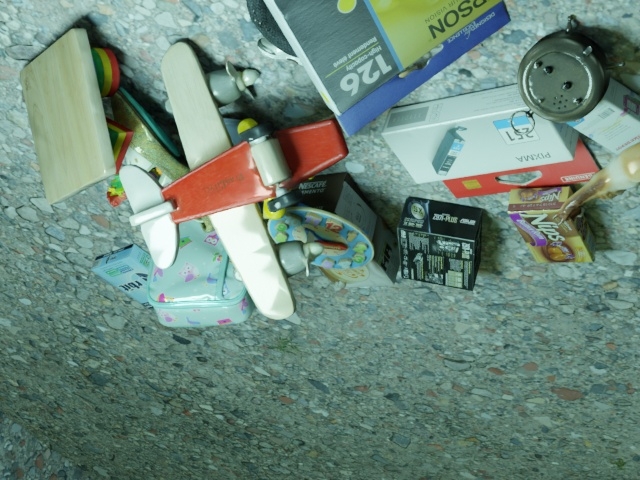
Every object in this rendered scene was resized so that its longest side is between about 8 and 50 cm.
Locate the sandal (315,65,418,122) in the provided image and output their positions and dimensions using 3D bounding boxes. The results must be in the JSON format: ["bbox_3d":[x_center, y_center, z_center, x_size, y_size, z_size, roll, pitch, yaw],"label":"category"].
[{"bbox_3d":[0.062,-0.260,1.863,0.240,0.088,0.079,-18,101,47],"label":"sandal"}]

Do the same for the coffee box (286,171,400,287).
[{"bbox_3d":[0.041,-0.015,2.215,0.141,0.098,0.246,-5,142,32],"label":"coffee box"}]

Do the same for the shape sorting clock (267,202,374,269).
[{"bbox_3d":[0.000,0.000,2.124,0.206,0.040,0.206,13,148,8],"label":"shape sorting clock"}]

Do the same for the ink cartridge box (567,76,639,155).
[{"bbox_3d":[0.449,-0.194,1.764,0.122,0.052,0.088,30,148,-16],"label":"ink cartridge box"}]

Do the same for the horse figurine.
[{"bbox_3d":[0.498,-0.110,1.779,0.175,0.066,0.263,-14,169,-34],"label":"horse figurine"}]

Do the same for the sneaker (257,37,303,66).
[{"bbox_3d":[-0.049,-0.316,1.855,0.109,0.040,0.043,13,133,1],"label":"sneaker"}]

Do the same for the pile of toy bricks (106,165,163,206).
[{"bbox_3d":[-0.372,-0.125,2.252,0.212,0.105,0.118,-9,139,37],"label":"pile of toy bricks"}]

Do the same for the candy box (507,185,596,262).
[{"bbox_3d":[0.415,-0.026,2.036,0.109,0.053,0.186,-1,151,29],"label":"candy box"}]

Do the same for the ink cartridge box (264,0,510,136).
[{"bbox_3d":[0.110,-0.314,1.565,0.304,0.072,0.307,-36,132,-1],"label":"ink cartridge box"}]

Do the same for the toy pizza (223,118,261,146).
[{"bbox_3d":[-0.138,-0.169,2.132,0.201,0.032,0.201,13,150,8],"label":"toy pizza"}]

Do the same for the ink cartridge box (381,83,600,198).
[{"bbox_3d":[0.293,-0.142,1.918,0.296,0.066,0.261,-7,140,35],"label":"ink cartridge box"}]

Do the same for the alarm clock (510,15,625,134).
[{"bbox_3d":[0.347,-0.227,1.693,0.129,0.064,0.192,41,127,4],"label":"alarm clock"}]

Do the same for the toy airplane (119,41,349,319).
[{"bbox_3d":[-0.145,-0.102,1.958,0.384,0.272,0.386,28,118,20],"label":"toy airplane"}]

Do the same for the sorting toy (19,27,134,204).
[{"bbox_3d":[-0.426,-0.218,2.037,0.089,0.257,0.255,-10,176,-37],"label":"sorting toy"}]

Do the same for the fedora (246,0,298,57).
[{"bbox_3d":[-0.014,-0.371,1.631,0.334,0.152,0.334,13,149,8],"label":"fedora"}]

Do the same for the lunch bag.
[{"bbox_3d":[-0.218,0.033,2.262,0.224,0.279,0.108,-3,145,13],"label":"lunch bag"}]

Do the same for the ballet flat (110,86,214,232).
[{"bbox_3d":[-0.293,-0.137,2.144,0.123,0.123,0.348,-15,132,42],"label":"ballet flat"}]

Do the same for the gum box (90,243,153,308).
[{"bbox_3d":[-0.420,0.087,2.675,0.157,0.041,0.184,-17,136,43],"label":"gum box"}]

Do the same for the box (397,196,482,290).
[{"bbox_3d":[0.229,0.007,2.174,0.147,0.077,0.180,10,148,14],"label":"box"}]
